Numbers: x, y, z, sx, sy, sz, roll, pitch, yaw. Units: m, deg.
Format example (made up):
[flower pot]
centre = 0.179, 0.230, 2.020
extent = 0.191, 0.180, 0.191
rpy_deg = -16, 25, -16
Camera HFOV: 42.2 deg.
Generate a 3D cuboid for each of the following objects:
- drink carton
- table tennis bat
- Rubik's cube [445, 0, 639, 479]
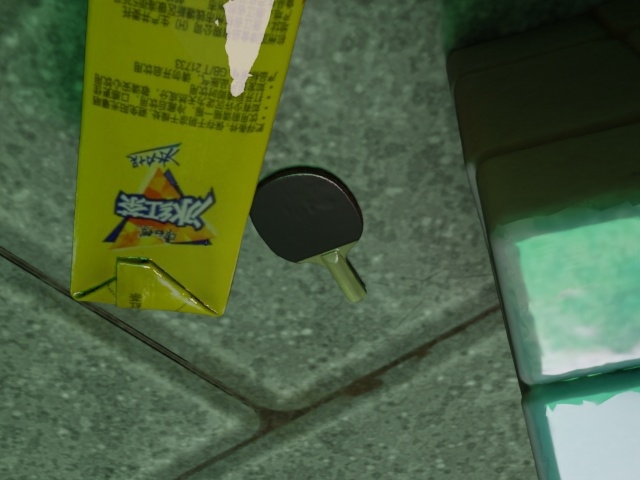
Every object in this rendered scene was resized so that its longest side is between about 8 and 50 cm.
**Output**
[drink carton]
centre = -0.074, -0.127, 0.478
extent = 0.111, 0.154, 0.351
rpy_deg = 10, 132, -11
[table tennis bat]
centre = 0.000, 0.000, 0.699
extent = 0.087, 0.013, 0.156
rpy_deg = -20, 130, 15
[Rubik's cube]
centre = 0.264, 0.030, 0.480
extent = 0.316, 0.318, 0.321
rpy_deg = -12, 113, 11
